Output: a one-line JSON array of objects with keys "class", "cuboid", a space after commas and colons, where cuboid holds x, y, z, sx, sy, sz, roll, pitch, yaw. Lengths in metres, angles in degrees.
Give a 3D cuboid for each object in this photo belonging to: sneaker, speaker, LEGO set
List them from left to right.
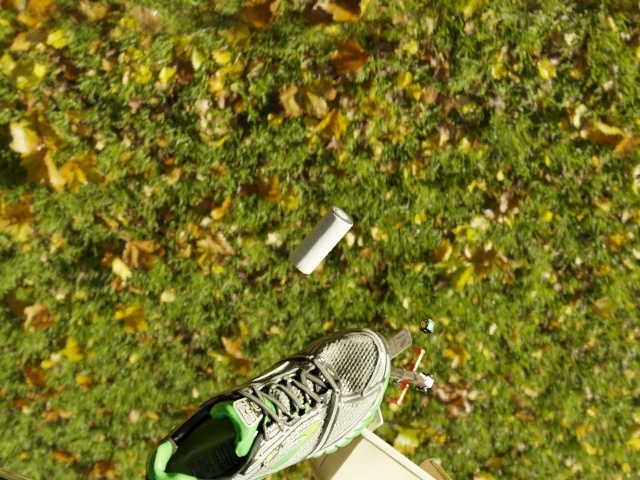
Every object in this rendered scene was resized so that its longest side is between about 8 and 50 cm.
[{"class": "sneaker", "cuboid": [-0.052, 0.219, 0.869, 0.343, 0.134, 0.146, -34, 160, -16]}, {"class": "speaker", "cuboid": [0.000, 0.000, 1.391, 0.055, 0.055, 0.136, 34, 109, -18]}, {"class": "LEGO set", "cuboid": [0.125, 0.249, 1.374, 0.244, 0.182, 0.060, -40, 121, 19]}]

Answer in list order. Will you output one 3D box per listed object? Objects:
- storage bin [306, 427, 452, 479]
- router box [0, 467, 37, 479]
[{"class": "storage bin", "cuboid": [0.108, 0.408, 1.278, 0.262, 0.260, 0.123, 38, 88, -12]}, {"class": "router box", "cuboid": [-0.642, 0.533, 1.493, 0.242, 0.081, 0.309, 12, 156, 22]}]
